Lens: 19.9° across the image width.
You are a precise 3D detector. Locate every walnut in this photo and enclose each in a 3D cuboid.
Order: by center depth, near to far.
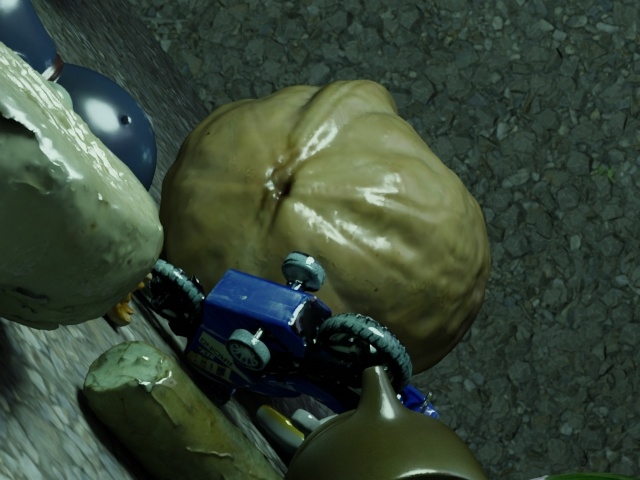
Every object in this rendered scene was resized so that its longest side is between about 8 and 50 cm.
[{"bbox_3d":[0.000,0.000,1.932,0.381,0.381,0.381,53,5,-6],"label":"walnut"}]

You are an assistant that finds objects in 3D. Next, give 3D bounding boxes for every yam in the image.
[{"bbox_3d":[-0.044,0.221,1.385,0.371,0.083,0.083,53,5,-25],"label":"yam"}]

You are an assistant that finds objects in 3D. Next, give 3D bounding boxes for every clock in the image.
[{"bbox_3d":[-0.227,-0.097,1.378,0.243,0.146,0.200,53,-21,-26],"label":"clock"}]

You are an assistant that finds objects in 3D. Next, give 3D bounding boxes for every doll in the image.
[{"bbox_3d":[0.056,0.270,1.876,0.316,0.103,0.145,57,-2,-37],"label":"doll"}]

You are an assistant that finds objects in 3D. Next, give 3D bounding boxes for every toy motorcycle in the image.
[{"bbox_3d":[-0.038,0.102,1.691,0.315,0.113,0.169,17,-37,29],"label":"toy motorcycle"}]

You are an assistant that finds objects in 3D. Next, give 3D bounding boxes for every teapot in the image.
[{"bbox_3d":[0.048,0.236,1.584,0.175,0.186,0.267,-120,-150,-57],"label":"teapot"}]

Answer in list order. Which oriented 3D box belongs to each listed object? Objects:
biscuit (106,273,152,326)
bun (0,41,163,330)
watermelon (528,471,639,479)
[{"bbox_3d":[-0.265,-0.085,1.518,0.378,0.054,0.094,52,5,-24],"label":"biscuit"},{"bbox_3d":[-0.211,-0.034,1.178,0.239,0.141,0.239,48,4,-5],"label":"bun"},{"bbox_3d":[0.261,0.385,1.663,0.363,0.363,0.363,53,5,-6],"label":"watermelon"}]
